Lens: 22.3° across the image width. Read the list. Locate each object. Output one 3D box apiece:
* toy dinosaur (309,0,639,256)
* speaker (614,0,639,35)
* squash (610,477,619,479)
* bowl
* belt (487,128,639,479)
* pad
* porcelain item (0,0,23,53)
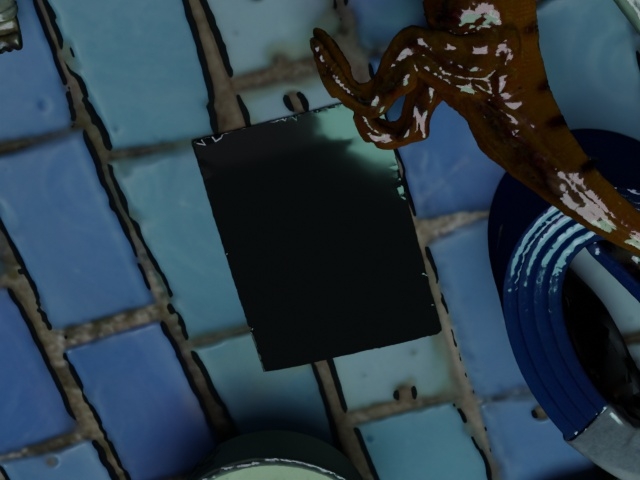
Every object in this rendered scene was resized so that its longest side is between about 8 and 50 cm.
[{"bbox_3d":[0.108,-0.119,1.227,0.208,0.097,0.432,-21,99,22],"label":"toy dinosaur"},{"bbox_3d":[0.279,-0.203,1.116,0.183,0.184,0.406,-35,104,18],"label":"speaker"},{"bbox_3d":[0.332,0.286,1.506,0.252,0.093,0.169,-17,89,6],"label":"squash"},{"bbox_3d":[-0.042,0.256,1.457,0.211,0.112,0.211,0,116,-1],"label":"bowl"},{"bbox_3d":[0.273,0.071,1.365,0.212,0.117,0.347,-33,117,14],"label":"belt"},{"bbox_3d":[0.000,0.000,1.374,0.164,0.004,0.243,-13,120,5],"label":"pad"},{"bbox_3d":[-0.256,-0.240,1.188,0.084,0.054,0.213,-8,120,5],"label":"porcelain item"}]
